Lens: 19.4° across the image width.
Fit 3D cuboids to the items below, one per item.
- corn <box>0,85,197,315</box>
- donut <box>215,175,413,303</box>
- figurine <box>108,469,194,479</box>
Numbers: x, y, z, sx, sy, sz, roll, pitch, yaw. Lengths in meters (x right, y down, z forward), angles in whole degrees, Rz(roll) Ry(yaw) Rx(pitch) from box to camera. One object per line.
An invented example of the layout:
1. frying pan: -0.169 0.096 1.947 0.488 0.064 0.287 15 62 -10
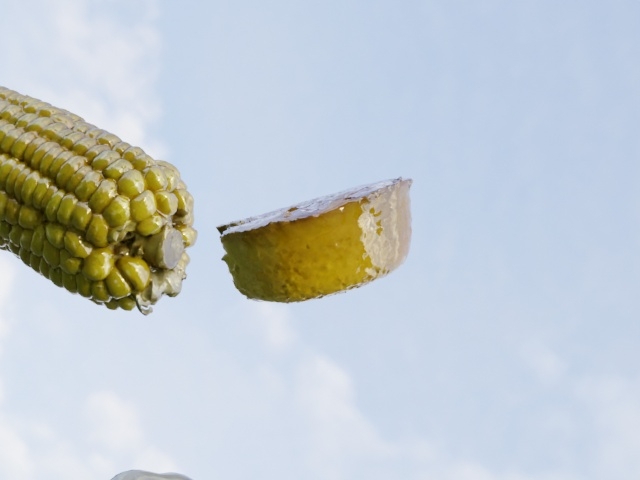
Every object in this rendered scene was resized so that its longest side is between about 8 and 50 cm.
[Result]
1. corn: -0.206 -0.048 1.139 0.313 0.102 0.102 22 -45 28
2. donut: 0.000 0.000 0.864 0.097 0.108 0.043 -15 -83 4
3. figurine: -0.169 0.238 0.784 0.207 0.166 0.387 41 -62 -17
